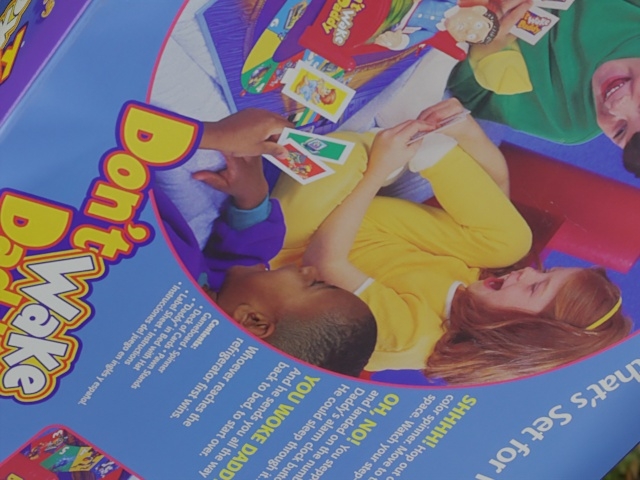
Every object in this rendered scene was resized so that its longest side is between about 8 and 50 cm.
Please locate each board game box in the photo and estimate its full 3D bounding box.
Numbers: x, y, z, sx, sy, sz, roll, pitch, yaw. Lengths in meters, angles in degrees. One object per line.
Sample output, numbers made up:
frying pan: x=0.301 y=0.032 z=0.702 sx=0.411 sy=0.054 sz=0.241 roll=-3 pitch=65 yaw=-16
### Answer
board game box: x=0.000 y=0.000 z=0.583 sx=0.233 sy=0.078 sz=0.347 roll=28 pitch=119 yaw=-25
